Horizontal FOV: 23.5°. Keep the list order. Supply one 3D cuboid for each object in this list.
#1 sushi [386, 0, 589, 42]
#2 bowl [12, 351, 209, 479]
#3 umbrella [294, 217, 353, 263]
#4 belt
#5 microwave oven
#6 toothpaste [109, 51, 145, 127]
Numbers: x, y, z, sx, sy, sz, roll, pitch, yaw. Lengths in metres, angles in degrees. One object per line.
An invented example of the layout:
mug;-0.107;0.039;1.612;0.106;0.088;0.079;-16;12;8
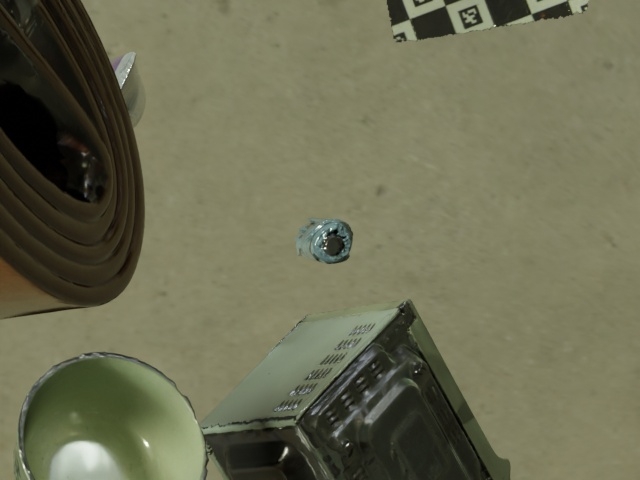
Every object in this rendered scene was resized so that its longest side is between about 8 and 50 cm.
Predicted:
sushi;0.161;-0.309;1.566;0.210;0.040;0.193;-11;87;2
bowl;-0.236;0.235;1.629;0.112;0.211;0.211;-47;65;47
umbrella;0.000;-0.002;1.775;0.052;0.250;0.053;9;91;-6
belt;-0.210;-0.090;0.825;0.122;0.339;0.217;-9;50;19
microwave oven;0.067;0.292;1.905;0.218;0.286;0.355;-12;113;45
toothpaste;-0.192;-0.120;1.374;0.073;0.299;0.114;28;94;-10
